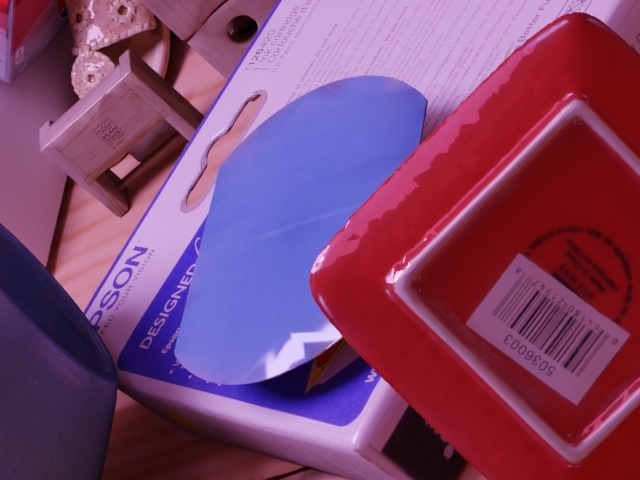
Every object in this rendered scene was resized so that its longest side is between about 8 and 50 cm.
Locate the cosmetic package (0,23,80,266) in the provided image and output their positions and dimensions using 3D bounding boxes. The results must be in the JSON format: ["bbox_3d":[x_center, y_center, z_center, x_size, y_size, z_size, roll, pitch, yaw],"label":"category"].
[{"bbox_3d":[-0.309,-0.058,1.434,0.284,0.097,0.377,-34,31,28],"label":"cosmetic package"}]

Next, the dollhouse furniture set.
[{"bbox_3d":[-0.117,-0.142,1.239,0.183,0.129,0.129,-40,29,14],"label":"dollhouse furniture set"}]

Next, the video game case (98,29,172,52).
[{"bbox_3d":[-0.114,-0.211,1.440,0.119,0.015,0.166,-27,35,33],"label":"video game case"}]

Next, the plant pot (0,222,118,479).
[{"bbox_3d":[-0.218,0.085,0.941,0.195,0.290,0.290,-42,29,3],"label":"plant pot"}]

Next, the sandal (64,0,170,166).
[{"bbox_3d":[-0.151,-0.170,1.344,0.088,0.079,0.240,-11,52,45],"label":"sandal"}]

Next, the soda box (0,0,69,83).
[{"bbox_3d":[-0.204,-0.227,1.382,0.263,0.092,0.083,-59,-15,-47],"label":"soda box"}]

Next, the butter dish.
[{"bbox_3d":[0.097,0.011,0.768,0.160,0.160,0.118,-45,6,3],"label":"butter dish"}]

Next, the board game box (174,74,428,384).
[{"bbox_3d":[0.000,0.000,0.877,0.133,0.033,0.169,-18,47,37],"label":"board game box"}]

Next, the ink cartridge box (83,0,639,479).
[{"bbox_3d":[0.026,-0.028,0.970,0.307,0.072,0.304,6,61,58],"label":"ink cartridge box"}]
